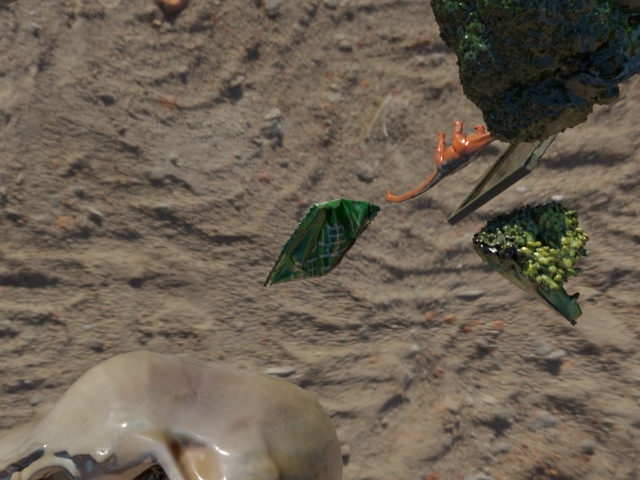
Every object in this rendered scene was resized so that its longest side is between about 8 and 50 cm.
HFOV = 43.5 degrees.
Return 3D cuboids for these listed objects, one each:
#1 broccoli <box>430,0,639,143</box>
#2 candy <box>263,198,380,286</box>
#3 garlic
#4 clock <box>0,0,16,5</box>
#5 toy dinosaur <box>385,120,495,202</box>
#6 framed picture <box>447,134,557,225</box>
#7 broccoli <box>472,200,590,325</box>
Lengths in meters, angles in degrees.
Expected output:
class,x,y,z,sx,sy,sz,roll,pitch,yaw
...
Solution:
class,x,y,z,sx,sy,sz,roll,pitch,yaw
broccoli,0.242,-0.241,0.737,0.283,0.321,0.304,4,104,6
candy,-0.004,0.000,1.222,0.078,0.203,0.141,27,106,24
garlic,-0.090,0.128,0.490,0.217,0.228,0.110,10,66,-32
clock,-0.369,-0.335,0.796,0.243,0.199,0.147,36,111,14
toy dinosaur,0.215,-0.141,1.341,0.055,0.279,0.102,31,53,-26
framed picture,0.412,-0.179,1.649,0.022,0.247,0.335,45,53,-3
broccoli,0.455,0.022,1.605,0.273,0.242,0.180,36,91,1
